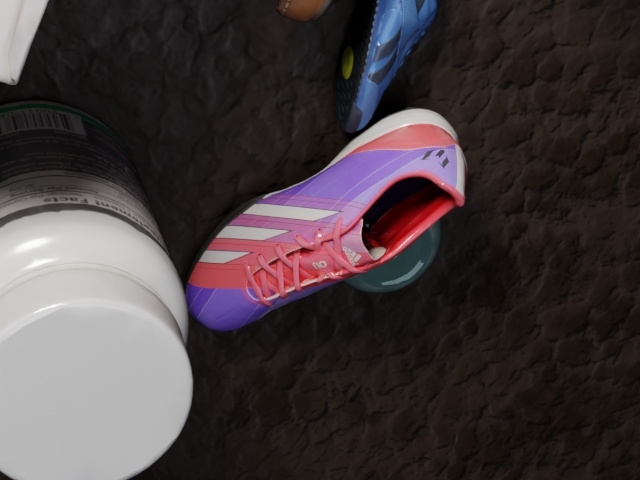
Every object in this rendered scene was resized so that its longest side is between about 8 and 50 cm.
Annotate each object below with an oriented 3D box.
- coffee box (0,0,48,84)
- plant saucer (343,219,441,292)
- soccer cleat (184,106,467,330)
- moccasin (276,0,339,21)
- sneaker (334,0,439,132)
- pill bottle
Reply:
[{"bbox_3d":[-0.328,-0.352,1.118,0.337,0.334,0.338,17,106,-23],"label":"coffee box"},{"bbox_3d":[0.068,0.005,1.607,0.119,0.021,0.119,-7,119,-13],"label":"plant saucer"},{"bbox_3d":[0.000,0.000,1.516,0.318,0.116,0.108,-34,124,15],"label":"soccer cleat"},{"bbox_3d":[-0.016,-0.368,1.326,0.147,0.139,0.380,2,120,-2],"label":"moccasin"},{"bbox_3d":[0.070,-0.193,1.479,0.082,0.069,0.209,5,115,-23],"label":"sneaker"},{"bbox_3d":[-0.223,0.039,1.341,0.204,0.361,0.204,-7,119,-13],"label":"pill bottle"}]
